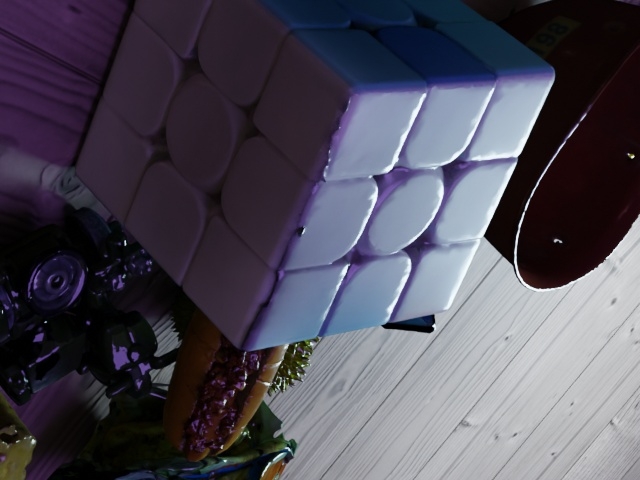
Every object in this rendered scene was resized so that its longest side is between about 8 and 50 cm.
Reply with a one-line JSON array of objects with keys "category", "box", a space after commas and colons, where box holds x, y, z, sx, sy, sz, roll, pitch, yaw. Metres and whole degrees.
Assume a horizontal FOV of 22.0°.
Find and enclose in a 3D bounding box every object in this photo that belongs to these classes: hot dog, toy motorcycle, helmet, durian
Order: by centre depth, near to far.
[{"category": "toy motorcycle", "box": [-0.258, 0.085, 1.648, 0.205, 0.127, 0.275, -31, 142, -29]}, {"category": "hot dog", "box": [-0.096, 0.126, 1.675, 0.076, 0.102, 0.249, -74, -172, -62]}, {"category": "durian", "box": [-0.083, 0.090, 1.823, 0.146, 0.159, 0.198, -38, 156, 10]}, {"category": "helmet", "box": [0.268, -0.152, 1.906, 0.385, 0.230, 0.337, -51, 151, -10]}]

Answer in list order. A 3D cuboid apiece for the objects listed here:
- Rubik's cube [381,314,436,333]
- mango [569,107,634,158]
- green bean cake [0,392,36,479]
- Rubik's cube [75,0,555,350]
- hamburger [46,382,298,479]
[{"category": "Rubik's cube", "box": [0.000, 0.000, 1.926, 0.234, 0.284, 0.250, -52, -172, 47]}, {"category": "mango", "box": [0.389, -0.153, 2.135, 0.254, 0.139, 0.175, -32, 153, -33]}, {"category": "green bean cake", "box": [-0.412, 0.258, 1.652, 0.230, 0.131, 0.224, -12, 133, -44]}, {"category": "Rubik's cube", "box": [-0.009, -0.106, 1.567, 0.290, 0.292, 0.291, -8, 131, -45]}, {"category": "hamburger", "box": [-0.168, 0.235, 1.886, 0.260, 0.150, 0.276, -11, 164, 20]}]
